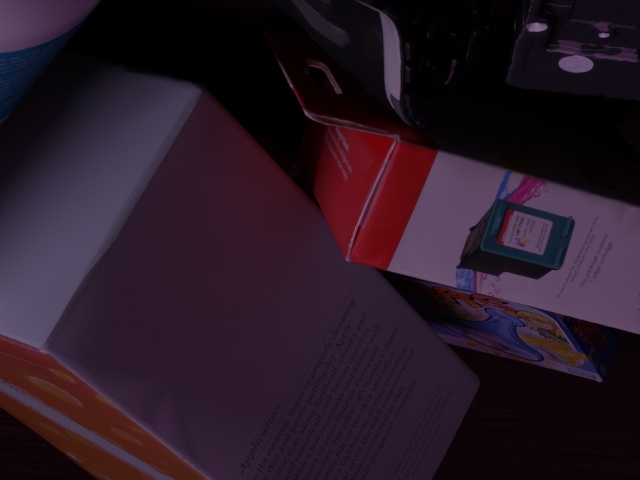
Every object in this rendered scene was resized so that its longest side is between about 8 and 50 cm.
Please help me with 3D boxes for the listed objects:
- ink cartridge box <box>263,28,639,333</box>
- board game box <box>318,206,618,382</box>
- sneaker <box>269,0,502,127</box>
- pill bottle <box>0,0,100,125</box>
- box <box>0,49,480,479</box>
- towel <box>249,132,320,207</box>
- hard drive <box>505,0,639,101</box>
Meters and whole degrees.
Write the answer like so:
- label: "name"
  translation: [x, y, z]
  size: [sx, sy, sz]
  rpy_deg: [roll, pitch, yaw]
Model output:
- label: "ink cartridge box"
  translation: [0.073, -0.034, 1.030]
  size: [0.231, 0.078, 0.134]
  rpy_deg: [14, -158, -19]
- label: "board game box"
  translation: [0.079, 0.032, 1.199]
  size: [0.201, 0.035, 0.136]
  rpy_deg: [13, 163, 27]
- label: "sneaker"
  translation: [0.006, -0.149, 0.870]
  size: [0.124, 0.107, 0.283]
  rpy_deg: [28, 172, 21]
- label: "pill bottle"
  translation: [-0.174, -0.133, 0.851]
  size: [0.146, 0.146, 0.264]
  rpy_deg: [15, 157, -22]
- label: "box"
  translation: [-0.092, 0.051, 1.119]
  size: [0.215, 0.168, 0.345]
  rpy_deg: [15, 158, 40]
- label: "towel"
  translation: [0.000, 0.000, 1.294]
  size: [0.275, 0.031, 0.199]
  rpy_deg: [21, 154, -34]
- label: "hard drive"
  translation: [0.220, -0.152, 0.805]
  size: [0.237, 0.064, 0.339]
  rpy_deg: [6, 159, 0]
